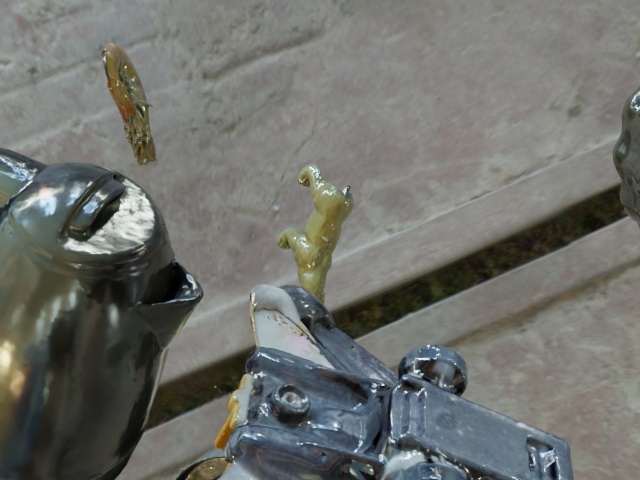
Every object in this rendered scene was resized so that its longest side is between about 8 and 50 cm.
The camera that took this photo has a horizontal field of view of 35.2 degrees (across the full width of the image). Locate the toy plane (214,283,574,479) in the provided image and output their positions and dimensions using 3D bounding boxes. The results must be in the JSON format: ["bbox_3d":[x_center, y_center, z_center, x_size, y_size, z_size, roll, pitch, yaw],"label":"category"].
[{"bbox_3d":[0.098,0.135,0.500,0.316,0.103,0.204,18,37,-5],"label":"toy plane"}]

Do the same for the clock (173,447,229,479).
[{"bbox_3d":[-0.082,0.428,1.427,0.312,0.061,0.313,9,112,24],"label":"clock"}]

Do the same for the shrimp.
[{"bbox_3d":[-0.374,-0.269,1.974,0.068,0.150,0.249,-19,95,12],"label":"shrimp"}]

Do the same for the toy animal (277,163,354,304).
[{"bbox_3d":[0.000,0.000,1.566,0.103,0.101,0.219,18,95,-27],"label":"toy animal"}]

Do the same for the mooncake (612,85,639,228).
[{"bbox_3d":[0.340,-0.062,0.768,0.228,0.124,0.228,-2,110,-5],"label":"mooncake"}]

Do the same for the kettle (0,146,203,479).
[{"bbox_3d":[-0.281,0.048,0.959,0.321,0.324,0.228,29,38,4],"label":"kettle"}]
